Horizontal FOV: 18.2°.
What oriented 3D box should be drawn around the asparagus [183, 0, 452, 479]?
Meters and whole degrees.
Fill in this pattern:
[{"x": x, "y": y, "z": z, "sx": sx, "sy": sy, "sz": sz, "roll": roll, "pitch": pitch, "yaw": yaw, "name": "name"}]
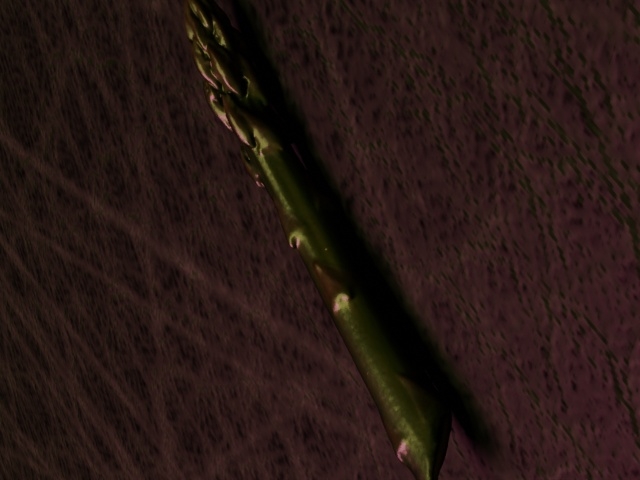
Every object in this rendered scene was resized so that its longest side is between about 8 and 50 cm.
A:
[{"x": -0.001, "y": 0.000, "z": 0.786, "sx": 0.236, "sy": 0.027, "sz": 0.034, "roll": 62, "pitch": 174, "yaw": 19, "name": "asparagus"}]
